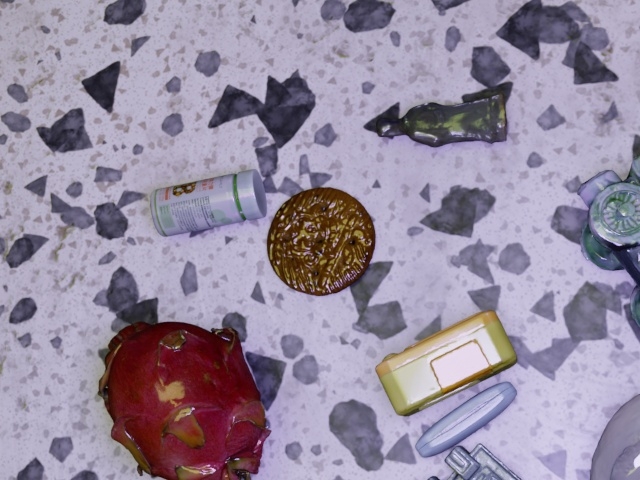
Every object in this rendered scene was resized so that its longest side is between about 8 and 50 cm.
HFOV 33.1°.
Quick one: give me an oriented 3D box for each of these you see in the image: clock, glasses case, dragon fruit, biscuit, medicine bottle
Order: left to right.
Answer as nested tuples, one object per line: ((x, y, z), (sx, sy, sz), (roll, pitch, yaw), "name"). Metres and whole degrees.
((-0.212, 0.245, 1.684), (0.250, 0.250, 0.315), (-25, 53, 6), "dragon fruit")
((-0.189, -0.063, 1.825), (0.183, 0.086, 0.086), (-11, 74, 10), "medicine bottle")
((0.000, -0.001, 1.797), (0.187, 0.027, 0.188), (-3, 75, 13), "biscuit")
((0.193, 0.188, 1.643), (0.202, 0.143, 0.096), (-26, 74, 5), "clock")
((0.223, 0.275, 1.652), (0.178, 0.067, 0.045), (-35, 71, 3), "glasses case")

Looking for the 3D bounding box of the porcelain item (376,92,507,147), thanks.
((0.199, -0.190, 1.776), (0.215, 0.069, 0.081), (-6, 79, 10), "porcelain item")

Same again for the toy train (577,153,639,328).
((0.538, -0.006, 1.603), (0.248, 0.173, 0.307), (-33, 71, -3), "toy train")

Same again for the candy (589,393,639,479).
((0.516, 0.345, 1.508), (0.295, 0.185, 0.296), (0, 90, 4), "candy")

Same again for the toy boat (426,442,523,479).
((0.293, 0.442, 1.580), (0.319, 0.092, 0.141), (41, 93, 19), "toy boat")
